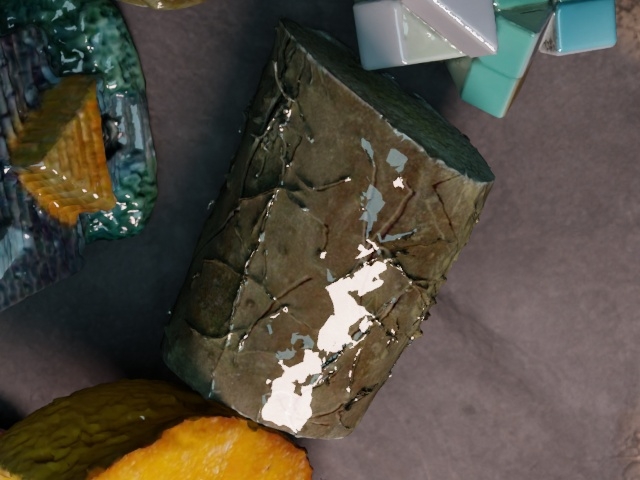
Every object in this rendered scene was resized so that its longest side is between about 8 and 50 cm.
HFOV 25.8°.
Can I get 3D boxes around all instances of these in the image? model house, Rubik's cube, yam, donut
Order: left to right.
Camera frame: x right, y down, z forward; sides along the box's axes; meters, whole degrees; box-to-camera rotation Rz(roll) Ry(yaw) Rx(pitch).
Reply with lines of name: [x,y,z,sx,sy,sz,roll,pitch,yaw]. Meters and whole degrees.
model house: [-0.274,-0.086,1.238,0.226,0.241,0.261,-10,106,2]
donut: [-0.191,0.328,1.329,0.377,0.163,0.435,12,104,-50]
yam: [0.000,0.000,1.287,0.241,0.241,0.348,22,106,-9]
Rubik's cube: [0.122,-0.240,1.233,0.213,0.224,0.265,-11,104,-17]

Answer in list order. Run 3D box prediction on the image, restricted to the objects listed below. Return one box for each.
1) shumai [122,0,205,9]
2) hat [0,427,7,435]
shumai: [-0.136,-0.316,1.190,0.261,0.222,0.225,-44,98,3]
hat: [-0.356,0.271,1.410,0.205,0.089,0.205,0,102,-1]
